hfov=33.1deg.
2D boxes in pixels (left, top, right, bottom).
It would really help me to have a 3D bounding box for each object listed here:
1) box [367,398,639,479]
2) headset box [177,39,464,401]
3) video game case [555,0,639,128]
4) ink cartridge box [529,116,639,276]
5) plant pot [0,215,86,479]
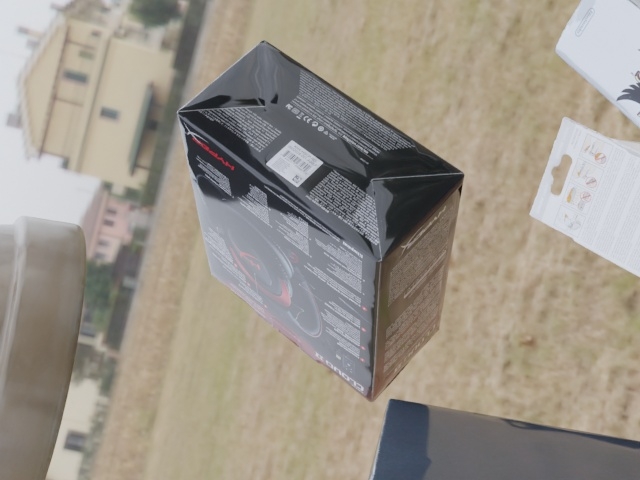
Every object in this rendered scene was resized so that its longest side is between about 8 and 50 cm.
[{"bbox_3d":[0.152,0.349,0.762,0.212,0.293,0.396,-56,-25,-76],"label":"box"},{"bbox_3d":[0.000,0.000,0.961,0.110,0.218,0.293,-44,-24,-23],"label":"headset box"},{"bbox_3d":[0.310,-0.065,0.641,0.244,0.269,0.061,51,132,31],"label":"video game case"},{"bbox_3d":[0.429,-0.062,1.540,0.056,0.224,0.181,-30,-37,-43],"label":"ink cartridge box"},{"bbox_3d":[-0.410,0.114,1.071,0.323,0.280,0.323,-168,90,-69],"label":"plant pot"}]
